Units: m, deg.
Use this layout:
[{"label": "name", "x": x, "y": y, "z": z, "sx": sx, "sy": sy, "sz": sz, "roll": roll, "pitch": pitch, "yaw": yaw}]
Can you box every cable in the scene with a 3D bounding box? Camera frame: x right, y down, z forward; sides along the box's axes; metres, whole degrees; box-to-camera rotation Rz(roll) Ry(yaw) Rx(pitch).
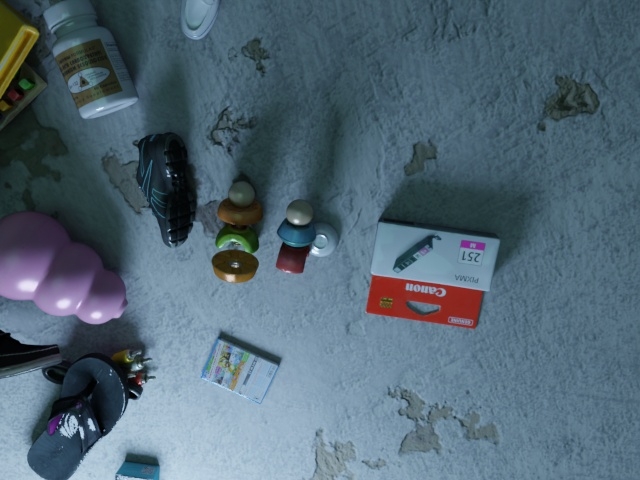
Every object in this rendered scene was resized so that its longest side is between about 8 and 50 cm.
[{"label": "cable", "x": -0.553, "y": 0.338, "z": 1.573, "sx": 0.288, "sy": 0.072, "sz": 0.139, "roll": -5, "pitch": 121, "yaw": 18}]

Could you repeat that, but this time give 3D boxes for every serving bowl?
[{"label": "serving bowl", "x": 0.000, "y": 0.000, "z": 1.445, "sx": 0.084, "sy": 0.027, "sz": 0.083, "roll": 1, "pitch": 103, "yaw": 4}]

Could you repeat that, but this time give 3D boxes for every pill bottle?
[{"label": "pill bottle", "x": -0.494, "y": -0.388, "z": 1.331, "sx": 0.131, "sy": 0.131, "sz": 0.229, "roll": -19, "pitch": 102, "yaw": 9}]

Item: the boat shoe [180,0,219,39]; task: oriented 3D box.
[{"label": "boat shoe", "x": -0.248, "y": -0.538, "z": 1.303, "sx": 0.083, "sy": 0.076, "sz": 0.226, "roll": 18, "pitch": 105, "yaw": 0}]

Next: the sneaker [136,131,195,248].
[{"label": "sneaker", "x": -0.355, "y": -0.115, "z": 1.423, "sx": 0.106, "sy": 0.101, "sz": 0.267, "roll": 6, "pitch": 106, "yaw": 25}]

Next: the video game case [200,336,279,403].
[{"label": "video game case", "x": -0.201, "y": 0.324, "z": 1.549, "sx": 0.166, "sy": 0.015, "sz": 0.119, "roll": 25, "pitch": 105, "yaw": -2}]

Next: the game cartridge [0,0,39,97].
[{"label": "game cartridge", "x": -0.763, "y": -0.408, "z": 1.290, "sx": 0.324, "sy": 0.053, "sz": 0.285, "roll": 41, "pitch": 101, "yaw": 17}]

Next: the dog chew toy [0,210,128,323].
[{"label": "dog chew toy", "x": -0.598, "y": 0.077, "z": 1.429, "sx": 0.332, "sy": 0.206, "sz": 0.206, "roll": 32, "pitch": 104, "yaw": -12}]

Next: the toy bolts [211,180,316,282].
[{"label": "toy bolts", "x": -0.123, "y": -0.020, "z": 1.356, "sx": 0.229, "sy": 0.218, "sz": 0.158, "roll": 9, "pitch": 119, "yaw": -1}]

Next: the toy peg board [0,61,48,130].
[{"label": "toy peg board", "x": -0.718, "y": -0.345, "z": 1.352, "sx": 0.160, "sy": 0.079, "sz": 0.161, "roll": -45, "pitch": 109, "yaw": -2}]

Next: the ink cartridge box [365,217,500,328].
[{"label": "ink cartridge box", "x": 0.251, "y": 0.084, "z": 1.433, "sx": 0.275, "sy": 0.060, "sz": 0.238, "roll": 8, "pitch": 103, "yaw": 2}]

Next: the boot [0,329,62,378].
[{"label": "boot", "x": -0.797, "y": 0.180, "z": 1.459, "sx": 0.378, "sy": 0.138, "sz": 0.284, "roll": -5, "pitch": 85, "yaw": 11}]

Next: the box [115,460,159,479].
[{"label": "box", "x": -0.486, "y": 0.710, "z": 1.643, "sx": 0.101, "sy": 0.060, "sz": 0.244, "roll": 7, "pitch": 105, "yaw": 2}]

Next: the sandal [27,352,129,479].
[{"label": "sandal", "x": -0.606, "y": 0.465, "z": 1.535, "sx": 0.168, "sy": 0.107, "sz": 0.445, "roll": 31, "pitch": 114, "yaw": -4}]
